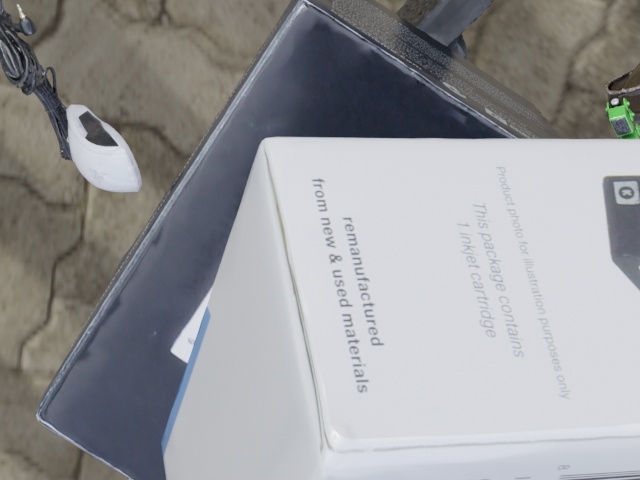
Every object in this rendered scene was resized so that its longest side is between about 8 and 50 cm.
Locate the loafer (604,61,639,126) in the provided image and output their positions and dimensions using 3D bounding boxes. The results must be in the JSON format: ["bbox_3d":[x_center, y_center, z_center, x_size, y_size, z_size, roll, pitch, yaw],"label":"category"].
[{"bbox_3d":[0.309,-0.170,1.371,0.220,0.080,0.078,-34,102,21],"label":"loafer"}]

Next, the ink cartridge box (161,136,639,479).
[{"bbox_3d":[0.112,0.073,0.666,0.307,0.129,0.223,-1,145,-17],"label":"ink cartridge box"}]

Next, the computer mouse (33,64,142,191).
[{"bbox_3d":[-0.236,-0.098,1.721,0.042,0.193,0.106,-28,125,-18],"label":"computer mouse"}]

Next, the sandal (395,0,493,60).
[{"bbox_3d":[0.079,-0.128,1.632,0.107,0.167,0.446,46,71,-14],"label":"sandal"}]

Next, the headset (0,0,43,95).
[{"bbox_3d":[-0.425,-0.139,1.440,0.185,0.394,0.243,56,142,7],"label":"headset"}]

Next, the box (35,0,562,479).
[{"bbox_3d":[0.000,0.000,1.166,0.212,0.395,0.293,32,101,-6],"label":"box"}]

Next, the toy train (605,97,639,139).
[{"bbox_3d":[0.222,-0.070,1.242,0.017,0.024,0.083,-15,139,20],"label":"toy train"}]
